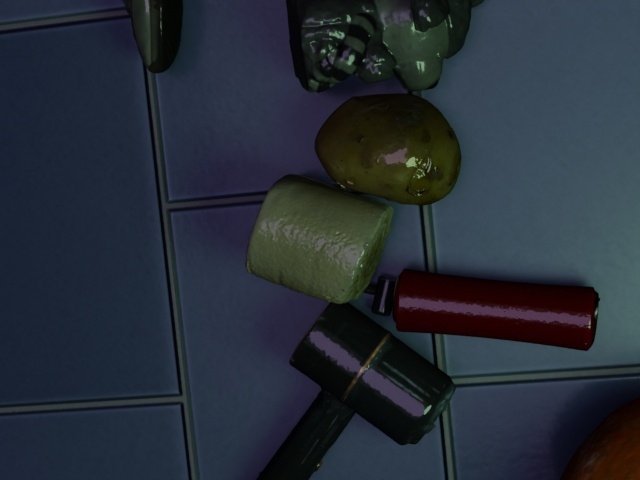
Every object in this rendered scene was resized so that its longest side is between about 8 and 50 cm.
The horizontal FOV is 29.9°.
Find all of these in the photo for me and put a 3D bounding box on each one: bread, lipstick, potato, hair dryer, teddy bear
[{"bbox_3d":[0.000,0.000,1.424,0.141,0.148,0.134,19,113,13],"label":"bread"},{"bbox_3d":[0.208,0.082,1.434,0.241,0.080,0.080,6,96,10],"label":"lipstick"},{"bbox_3d":[0.081,-0.110,1.414,0.176,0.137,0.137,12,97,-1],"label":"potato"},{"bbox_3d":[0.052,0.061,1.488,0.083,0.026,0.047,15,97,12],"label":"hair dryer"},{"bbox_3d":[0.077,-0.237,1.383,0.251,0.171,0.144,-8,100,8],"label":"teddy bear"},{"bbox_3d":[0.002,0.260,1.489,0.189,0.107,0.352,35,108,7],"label":"hair dryer"}]

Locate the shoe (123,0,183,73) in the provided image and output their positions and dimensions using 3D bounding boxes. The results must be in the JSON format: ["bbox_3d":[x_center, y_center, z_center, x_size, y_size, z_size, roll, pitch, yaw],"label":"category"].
[{"bbox_3d":[-0.228,-0.340,1.466,0.098,0.103,0.275,-8,88,12],"label":"shoe"}]

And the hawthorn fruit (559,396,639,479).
[{"bbox_3d":[0.409,0.278,1.338,0.276,0.276,0.307,22,84,8],"label":"hawthorn fruit"}]
